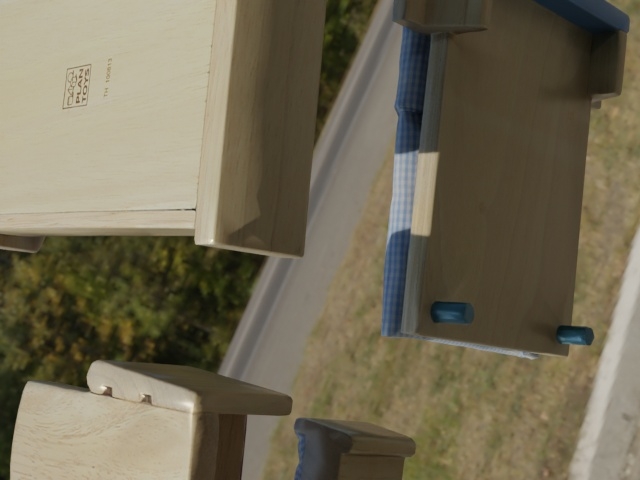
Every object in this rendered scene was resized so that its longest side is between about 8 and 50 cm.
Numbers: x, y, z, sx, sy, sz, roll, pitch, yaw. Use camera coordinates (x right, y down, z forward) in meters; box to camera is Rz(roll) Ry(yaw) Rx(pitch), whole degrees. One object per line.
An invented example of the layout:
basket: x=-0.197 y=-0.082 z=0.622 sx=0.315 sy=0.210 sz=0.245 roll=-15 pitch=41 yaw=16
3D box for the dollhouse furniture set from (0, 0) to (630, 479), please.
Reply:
dollhouse furniture set: x=0.000 y=0.000 z=0.542 sx=0.198 sy=0.303 sz=0.287 roll=0 pitch=83 yaw=45
